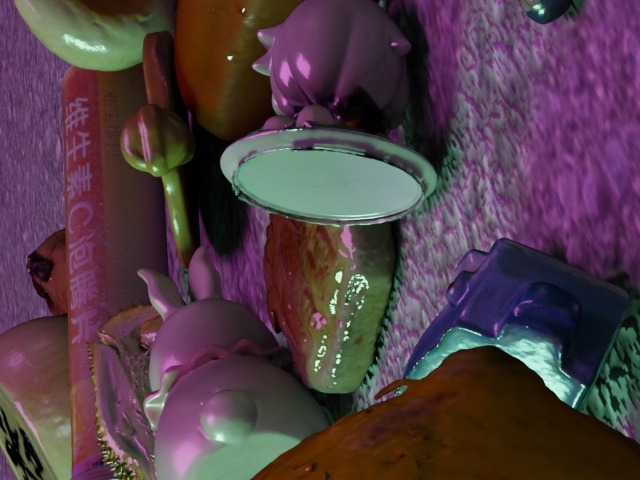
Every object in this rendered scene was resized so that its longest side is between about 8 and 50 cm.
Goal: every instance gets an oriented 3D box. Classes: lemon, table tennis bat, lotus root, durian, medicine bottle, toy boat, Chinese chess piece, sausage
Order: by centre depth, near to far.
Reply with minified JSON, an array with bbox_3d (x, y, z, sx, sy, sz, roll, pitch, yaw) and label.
[{"bbox_3d":[0.061,0.198,0.760,0.258,0.257,0.310,-163,69,-71],"label":"lemon"},{"bbox_3d":[0.093,0.058,0.938,0.215,0.088,0.102,111,-176,-53],"label":"toy boat"},{"bbox_3d":[-0.048,-0.179,1.272,0.348,0.094,0.097,119,140,-60],"label":"sausage"},{"bbox_3d":[-0.106,0.146,1.467,0.102,0.146,0.208,55,-151,-54],"label":"durian"},{"bbox_3d":[-0.123,-0.074,1.485,0.321,0.050,0.198,-161,63,-89],"label":"table tennis bat"},{"bbox_3d":[-0.181,0.034,1.645,0.108,0.108,0.426,116,152,-57],"label":"medicine bottle"},{"bbox_3d":[-0.231,0.195,1.767,0.257,0.104,0.257,51,159,29],"label":"Chinese chess piece"},{"bbox_3d":[-0.209,0.059,1.820,0.258,0.097,0.110,38,145,55],"label":"lotus root"}]

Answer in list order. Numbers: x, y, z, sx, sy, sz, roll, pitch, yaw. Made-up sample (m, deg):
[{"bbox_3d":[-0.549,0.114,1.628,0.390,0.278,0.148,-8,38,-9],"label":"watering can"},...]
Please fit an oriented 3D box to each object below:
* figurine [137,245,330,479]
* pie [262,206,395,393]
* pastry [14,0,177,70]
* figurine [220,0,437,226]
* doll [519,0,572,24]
[{"bbox_3d":[-0.067,0.115,1.345,0.155,0.127,0.235,56,-175,-33],"label":"figurine"},{"bbox_3d":[0.000,0.000,1.240,0.195,0.046,0.195,175,90,-71],"label":"pie"},{"bbox_3d":[-0.198,-0.226,1.633,0.092,0.156,0.156,144,121,-61],"label":"pastry"},{"bbox_3d":[0.010,-0.101,1.107,0.132,0.132,0.154,131,147,-65],"label":"figurine"},{"bbox_3d":[0.116,-0.157,0.877,0.037,0.027,0.125,-103,19,-49],"label":"doll"}]
